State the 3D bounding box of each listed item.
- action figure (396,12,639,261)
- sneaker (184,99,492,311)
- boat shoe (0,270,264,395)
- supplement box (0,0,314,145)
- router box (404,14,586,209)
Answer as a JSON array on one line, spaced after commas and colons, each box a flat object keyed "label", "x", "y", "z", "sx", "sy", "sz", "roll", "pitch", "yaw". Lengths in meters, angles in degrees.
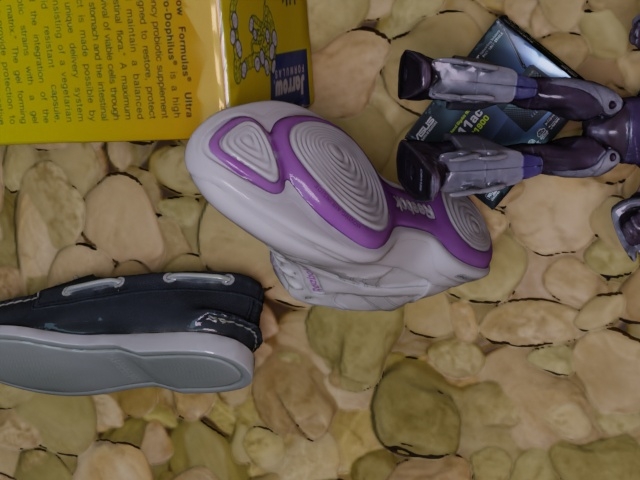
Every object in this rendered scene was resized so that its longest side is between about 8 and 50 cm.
[{"label": "action figure", "x": 0.197, "y": -0.077, "z": 0.812, "sx": 0.285, "sy": 0.099, "sz": 0.185, "roll": -1, "pitch": 94, "yaw": -13}, {"label": "sneaker", "x": 0.000, "y": 0.000, "z": 0.839, "sx": 0.152, "sy": 0.305, "sz": 0.114, "roll": -30, "pitch": 58, "yaw": 29}, {"label": "boat shoe", "x": -0.190, "y": 0.077, "z": 1.016, "sx": 0.302, "sy": 0.091, "sz": 0.114, "roll": 2, "pitch": 147, "yaw": 16}, {"label": "supplement box", "x": -0.207, "y": -0.182, "z": 0.902, "sx": 0.356, "sy": 0.194, "sz": 0.195, "roll": 0, "pitch": 102, "yaw": 17}, {"label": "router box", "x": 0.138, "y": -0.099, "z": 0.895, "sx": 0.092, "sy": 0.038, "sz": 0.122, "roll": 40, "pitch": 111, "yaw": 6}]
